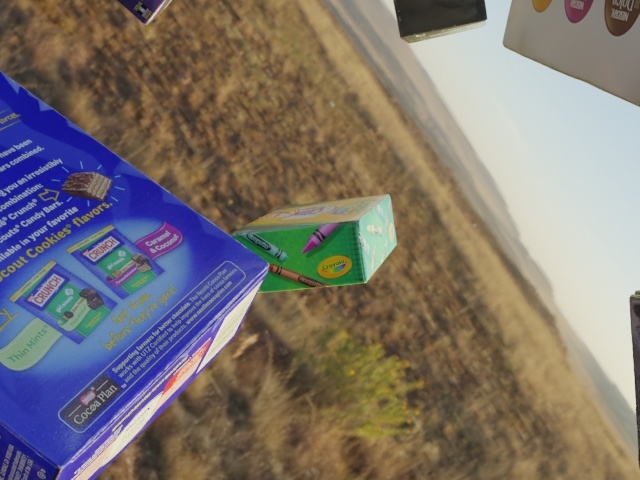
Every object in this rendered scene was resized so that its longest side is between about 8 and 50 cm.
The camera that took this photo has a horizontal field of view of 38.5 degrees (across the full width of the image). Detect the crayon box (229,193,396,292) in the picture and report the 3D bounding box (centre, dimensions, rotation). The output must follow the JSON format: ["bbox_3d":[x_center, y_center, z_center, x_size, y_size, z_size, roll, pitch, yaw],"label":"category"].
[{"bbox_3d":[0.000,0.000,1.236,0.278,0.166,0.081,-37,120,-75],"label":"crayon box"}]

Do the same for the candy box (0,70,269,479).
[{"bbox_3d":[-0.246,0.025,0.721,0.317,0.122,0.268,37,40,7],"label":"candy box"}]

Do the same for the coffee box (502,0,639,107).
[{"bbox_3d":[0.368,-0.239,0.615,0.338,0.334,0.337,7,19,-12],"label":"coffee box"}]

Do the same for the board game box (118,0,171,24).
[{"bbox_3d":[-0.138,-0.282,0.722,0.141,0.170,0.048,40,25,-11],"label":"board game box"}]

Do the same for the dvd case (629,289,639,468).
[{"bbox_3d":[0.344,0.124,0.676,0.018,0.221,0.164,-34,122,-46],"label":"dvd case"}]

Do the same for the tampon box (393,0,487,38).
[{"bbox_3d":[0.166,-0.341,1.284,0.161,0.121,0.101,-48,127,-77],"label":"tampon box"}]
